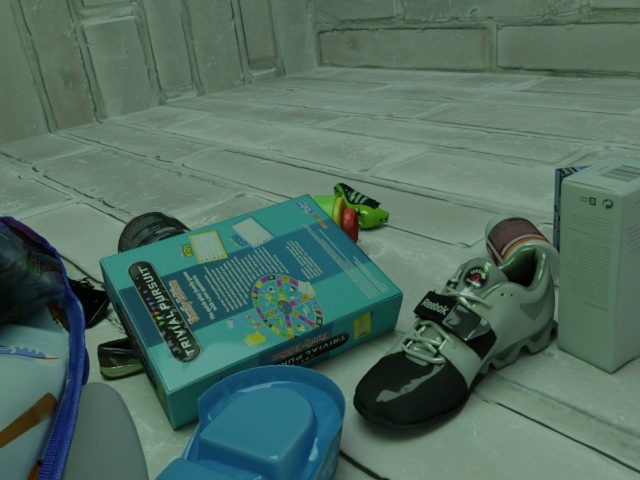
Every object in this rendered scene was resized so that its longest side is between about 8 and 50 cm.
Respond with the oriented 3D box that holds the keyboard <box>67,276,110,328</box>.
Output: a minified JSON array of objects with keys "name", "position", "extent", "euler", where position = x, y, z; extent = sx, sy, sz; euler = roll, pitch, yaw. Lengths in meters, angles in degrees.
[{"name":"keyboard","position":[-0.431,0.106,1.047],"extent":[0.192,0.038,0.100],"euler":[7,50,26]}]

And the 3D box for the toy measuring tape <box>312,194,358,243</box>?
[{"name":"toy measuring tape","position":[0.000,0.000,1.048],"extent":[0.121,0.121,0.330],"euler":[-2,24,12]}]

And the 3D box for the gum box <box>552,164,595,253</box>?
[{"name":"gum box","position":[0.465,-0.043,0.959],"extent":[0.184,0.157,0.041],"euler":[-6,23,4]}]

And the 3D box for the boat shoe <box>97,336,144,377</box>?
[{"name":"boat shoe","position":[-0.234,0.148,0.854],"extent":[0.152,0.049,0.056],"euler":[-15,24,-19]}]

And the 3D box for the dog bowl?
[{"name":"dog bowl","position":[-0.085,0.234,0.588],"extent":[0.165,0.074,0.297],"euler":[7,28,29]}]

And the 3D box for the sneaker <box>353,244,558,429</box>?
[{"name":"sneaker","position":[0.166,0.099,0.743],"extent":[0.330,0.146,0.122],"euler":[-25,31,-33]}]

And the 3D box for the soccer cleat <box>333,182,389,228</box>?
[{"name":"soccer cleat","position":[0.080,-0.072,1.271],"extent":[0.072,0.060,0.179],"euler":[-6,28,-21]}]

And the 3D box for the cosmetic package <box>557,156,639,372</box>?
[{"name":"cosmetic package","position":[0.355,0.027,0.737],"extent":[0.117,0.231,0.085],"euler":[-20,27,-28]}]

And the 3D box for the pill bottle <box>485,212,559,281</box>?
[{"name":"pill bottle","position":[0.312,0.012,0.965],"extent":[0.086,0.086,0.152],"euler":[-7,24,1]}]

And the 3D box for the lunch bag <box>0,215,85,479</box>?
[{"name":"lunch bag","position":[-0.313,0.183,0.349],"extent":[0.328,0.239,0.385],"euler":[-44,23,21]}]

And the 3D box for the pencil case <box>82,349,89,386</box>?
[{"name":"pencil case","position":[-0.436,0.164,0.776],"extent":[0.306,0.133,0.119],"euler":[4,10,25]}]

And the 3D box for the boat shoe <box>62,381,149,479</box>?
[{"name":"boat shoe","position":[-0.181,0.250,0.413],"extent":[0.102,0.108,0.301],"euler":[-16,63,10]}]

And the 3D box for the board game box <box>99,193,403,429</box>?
[{"name":"board game box","position":[-0.097,0.076,0.850],"extent":[0.336,0.079,0.254],"euler":[-20,46,-26]}]

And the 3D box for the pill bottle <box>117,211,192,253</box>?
[{"name":"pill bottle","position":[-0.267,0.027,1.038],"extent":[0.130,0.131,0.245],"euler":[-19,27,-26]}]
